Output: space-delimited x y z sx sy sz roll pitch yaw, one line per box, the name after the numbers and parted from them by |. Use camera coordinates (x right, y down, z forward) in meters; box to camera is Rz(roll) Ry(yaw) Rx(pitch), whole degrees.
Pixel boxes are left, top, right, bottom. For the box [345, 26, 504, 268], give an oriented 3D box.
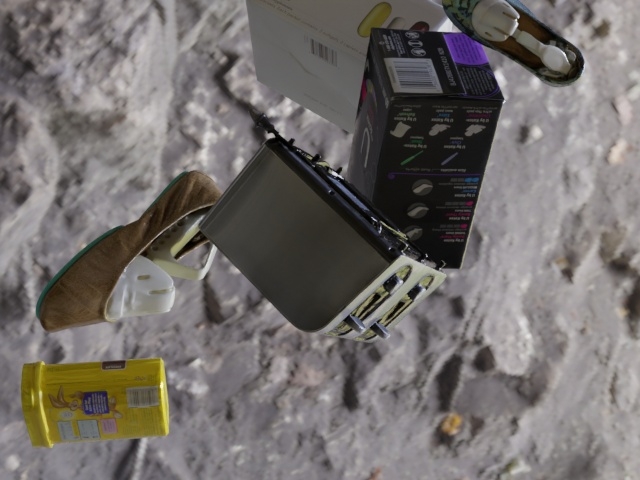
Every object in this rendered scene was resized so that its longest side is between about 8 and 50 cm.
0.123 -0.114 1.517 0.143 0.270 0.165 1 41 -9 | box

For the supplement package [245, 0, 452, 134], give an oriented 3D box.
0.043 -0.283 1.748 0.262 0.204 0.145 30 67 17 | supplement package

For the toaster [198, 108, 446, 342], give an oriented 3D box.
0.000 0.000 1.027 0.185 0.110 0.168 44 7 19 | toaster

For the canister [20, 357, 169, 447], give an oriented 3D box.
-0.277 0.201 1.486 0.169 0.126 0.073 -3 50 -5 | canister

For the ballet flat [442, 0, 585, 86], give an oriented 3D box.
0.225 -0.235 1.350 0.188 0.070 0.070 27 50 -14 | ballet flat

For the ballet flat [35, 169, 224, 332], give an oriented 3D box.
-0.215 0.026 1.547 0.124 0.116 0.342 29 41 15 | ballet flat
